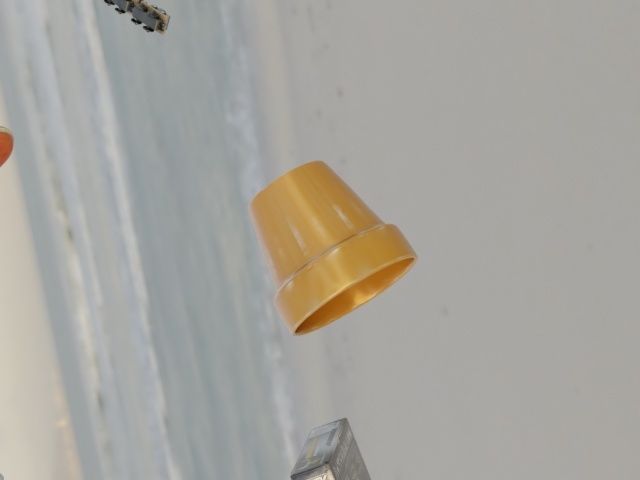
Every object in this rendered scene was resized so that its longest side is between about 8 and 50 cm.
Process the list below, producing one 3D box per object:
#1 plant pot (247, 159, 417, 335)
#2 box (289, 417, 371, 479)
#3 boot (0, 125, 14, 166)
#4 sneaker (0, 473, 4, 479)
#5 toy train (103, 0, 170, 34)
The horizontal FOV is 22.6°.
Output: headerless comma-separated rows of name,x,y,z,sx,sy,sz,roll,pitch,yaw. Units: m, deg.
plant pot,0.000,0.000,2.220,0.188,0.205,0.205,58,166,11
box,0.030,0.350,2.099,0.231,0.056,0.183,-53,-57,-78
boot,-0.422,-0.070,1.945,0.084,0.158,0.059,34,163,40
sneaker,-0.314,0.166,1.218,0.137,0.366,0.210,-35,54,32
toy train,-0.226,-0.278,1.861,0.158,0.036,0.027,36,117,34
